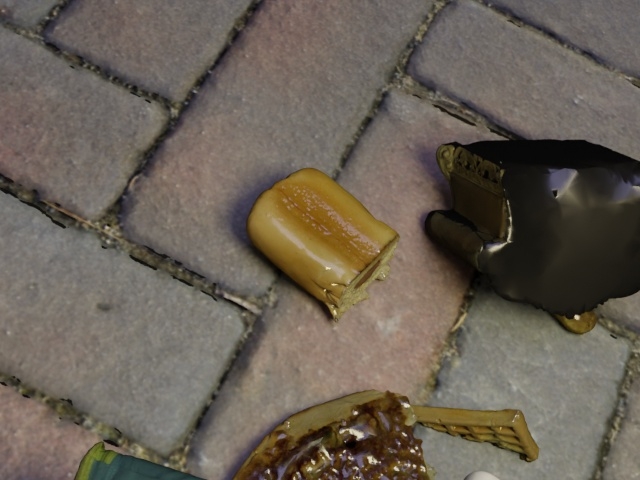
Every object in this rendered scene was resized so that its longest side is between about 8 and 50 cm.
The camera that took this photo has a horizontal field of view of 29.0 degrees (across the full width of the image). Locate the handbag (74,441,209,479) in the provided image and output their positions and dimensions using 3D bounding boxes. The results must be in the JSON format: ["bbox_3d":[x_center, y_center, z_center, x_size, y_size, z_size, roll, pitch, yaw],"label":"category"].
[{"bbox_3d":[-0.140,0.349,1.149,0.241,0.222,0.263,19,53,3],"label":"handbag"}]

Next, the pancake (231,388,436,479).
[{"bbox_3d":[0.038,0.286,1.353,0.244,0.057,0.266,40,60,2],"label":"pancake"}]

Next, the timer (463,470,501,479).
[{"bbox_3d":[0.163,0.379,1.195,0.192,0.194,0.195,32,32,7],"label":"timer"}]

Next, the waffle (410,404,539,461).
[{"bbox_3d":[0.171,0.223,1.440,0.153,0.097,0.023,0,53,24],"label":"waffle"}]

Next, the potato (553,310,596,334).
[{"bbox_3d":[0.309,0.080,1.555,0.092,0.045,0.046,57,20,21],"label":"potato"}]

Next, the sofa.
[{"bbox_3d":[0.276,-0.020,1.543,0.258,0.182,0.200,-3,18,-18],"label":"sofa"}]

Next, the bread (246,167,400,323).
[{"bbox_3d":[0.000,0.000,1.497,0.173,0.085,0.134,41,60,11],"label":"bread"}]
